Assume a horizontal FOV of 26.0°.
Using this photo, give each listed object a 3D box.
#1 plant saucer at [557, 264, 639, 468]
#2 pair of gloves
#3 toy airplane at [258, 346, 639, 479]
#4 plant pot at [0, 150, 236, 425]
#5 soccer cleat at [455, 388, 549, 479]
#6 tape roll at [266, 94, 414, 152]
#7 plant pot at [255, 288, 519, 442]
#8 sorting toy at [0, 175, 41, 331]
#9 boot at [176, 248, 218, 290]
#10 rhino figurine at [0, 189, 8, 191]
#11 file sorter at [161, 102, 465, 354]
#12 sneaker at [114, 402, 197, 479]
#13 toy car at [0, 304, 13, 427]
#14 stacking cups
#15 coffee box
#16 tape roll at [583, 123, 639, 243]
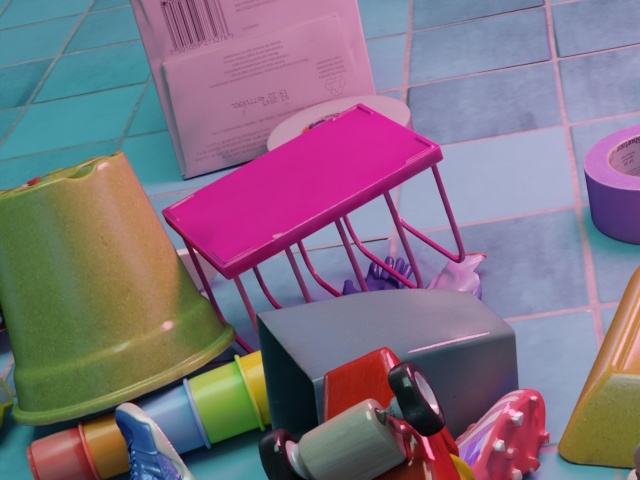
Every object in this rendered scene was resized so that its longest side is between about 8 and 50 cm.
[{"bbox_3d":[0.436,0.104,1.416,0.333,0.081,0.333,1,31,27],"label":"plant saucer"},{"bbox_3d":[0.110,0.067,1.704,0.198,0.023,0.159,-5,31,27],"label":"pair of gloves"},{"bbox_3d":[0.116,0.306,1.065,0.386,0.272,0.384,16,78,31],"label":"toy airplane"},{"bbox_3d":[-0.270,0.042,1.612,0.276,0.254,0.276,-20,9,3],"label":"plant pot"},{"bbox_3d":[0.139,0.224,1.349,0.095,0.083,0.248,2,35,38],"label":"soccer cleat"},{"bbox_3d":[0.033,-0.137,2.065,0.219,0.072,0.219,-12,27,6],"label":"tape roll"},{"bbox_3d":[0.078,0.147,1.438,0.234,0.165,0.166,-16,27,-18],"label":"plant pot"},{"bbox_3d":[-0.461,0.034,1.912,0.257,0.089,0.255,-27,27,8],"label":"sorting toy"},{"bbox_3d":[-0.233,0.044,1.866,0.190,0.069,0.086,-20,31,-7],"label":"boot"},{"bbox_3d":[-0.487,-0.040,2.145,0.243,0.073,0.106,1,35,30],"label":"rhino figurine"},{"bbox_3d":[0.000,0.000,1.675,0.291,0.182,0.202,-30,30,-14],"label":"file sorter"},{"bbox_3d":[-0.188,0.244,1.438,0.084,0.058,0.152,-32,72,-23],"label":"sneaker"},{"bbox_3d":[-0.434,0.146,1.740,0.225,0.053,0.239,-15,63,49],"label":"toy car"},{"bbox_3d":[-0.165,0.195,1.527,0.316,0.096,0.096,-18,28,-6],"label":"stacking cups"},{"bbox_3d":[-0.115,-0.354,2.251,0.337,0.338,0.334,-15,27,0],"label":"coffee box"},{"bbox_3d":[0.430,-0.076,1.748,0.189,0.080,0.189,-11,28,6],"label":"tape roll"}]
